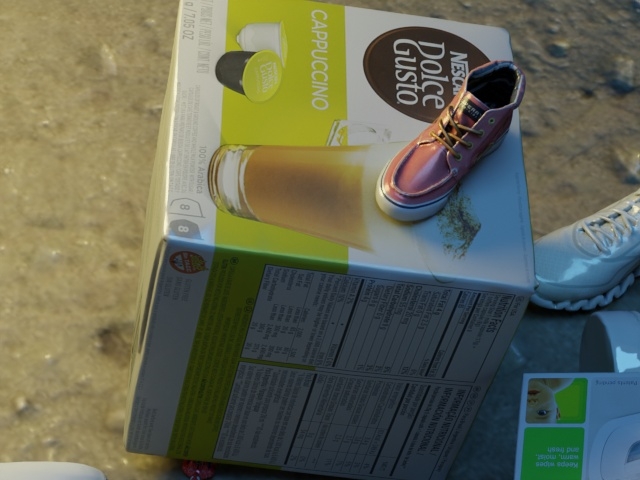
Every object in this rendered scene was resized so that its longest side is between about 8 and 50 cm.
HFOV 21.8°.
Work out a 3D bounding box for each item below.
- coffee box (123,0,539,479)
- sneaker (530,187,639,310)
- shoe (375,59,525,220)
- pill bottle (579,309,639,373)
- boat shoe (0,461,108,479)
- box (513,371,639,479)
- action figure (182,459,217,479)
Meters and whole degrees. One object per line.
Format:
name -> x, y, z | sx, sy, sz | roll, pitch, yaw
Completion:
coffee box -> 0.000, 0.000, 1.627 | 0.334, 0.338, 0.337 | 7, 49, -8
sneaker -> 0.343, -0.012, 1.833 | 0.292, 0.118, 0.110 | -19, 56, -18
shoe -> 0.115, -0.092, 1.455 | 0.063, 0.081, 0.178 | 37, 51, 16
pill bottle -> 0.438, 0.136, 1.667 | 0.334, 0.188, 0.188 | -2, 50, -6
boat shoe -> -0.368, 0.297, 1.509 | 0.367, 0.136, 0.156 | 1, 52, -17
box -> 0.307, 0.244, 1.470 | 0.262, 0.127, 0.231 | -1, 60, 20
action figure -> -0.116, 0.200, 1.670 | 0.038, 0.030, 0.115 | 10, 52, 0
